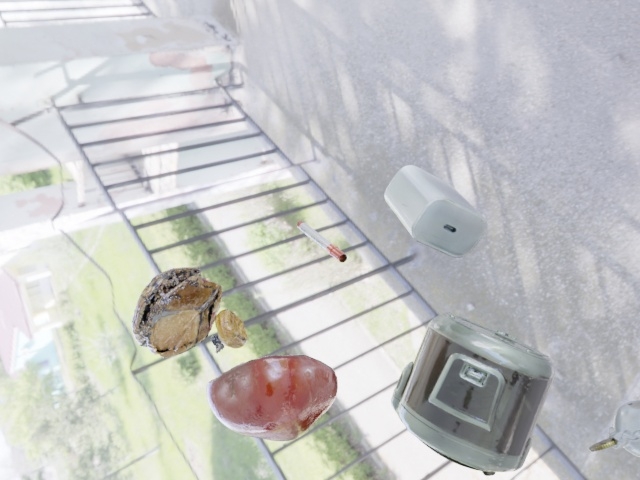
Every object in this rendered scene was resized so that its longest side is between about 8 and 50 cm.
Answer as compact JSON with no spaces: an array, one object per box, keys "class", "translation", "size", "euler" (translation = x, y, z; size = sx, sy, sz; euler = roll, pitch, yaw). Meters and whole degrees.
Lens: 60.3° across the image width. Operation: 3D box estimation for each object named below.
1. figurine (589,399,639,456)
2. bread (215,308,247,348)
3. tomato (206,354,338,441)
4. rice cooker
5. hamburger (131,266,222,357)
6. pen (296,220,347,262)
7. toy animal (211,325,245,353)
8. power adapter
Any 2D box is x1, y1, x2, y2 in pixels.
[{"class":"figurine","translation":[0.619,0.332,0.975],"size":[0.271,0.143,0.143],"euler":[-37,69,10]},{"class":"bread","translation":[-0.202,0.199,1.244],"size":[0.111,0.044,0.083],"euler":[57,-167,-65]},{"class":"tomato","translation":[-0.049,0.209,0.701],"size":[0.166,0.174,0.082],"euler":[-32,52,35]},{"class":"rice cooker","translation":[0.357,0.368,1.321],"size":[0.335,0.335,0.326],"euler":[25,94,48]},{"class":"hamburger","translation":[-0.333,0.164,1.276],"size":[0.106,0.231,0.231],"euler":[35,134,24]},{"class":"pen","translation":[0.000,0.000,1.464],"size":[0.239,0.028,0.028],"euler":[38,135,52]},{"class":"toy animal","translation":[-0.284,0.295,1.704],"size":[0.220,0.107,0.062],"euler":[108,157,-51]},{"class":"power adapter","translation":[0.266,-0.087,1.354],"size":[0.124,0.187,0.255],"euler":[-57,29,19]}]
